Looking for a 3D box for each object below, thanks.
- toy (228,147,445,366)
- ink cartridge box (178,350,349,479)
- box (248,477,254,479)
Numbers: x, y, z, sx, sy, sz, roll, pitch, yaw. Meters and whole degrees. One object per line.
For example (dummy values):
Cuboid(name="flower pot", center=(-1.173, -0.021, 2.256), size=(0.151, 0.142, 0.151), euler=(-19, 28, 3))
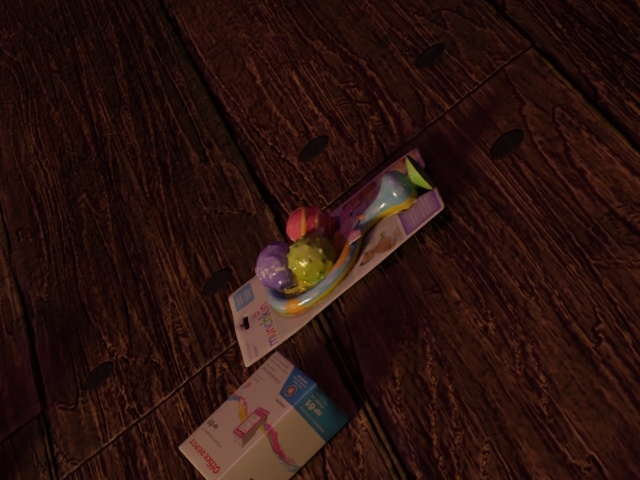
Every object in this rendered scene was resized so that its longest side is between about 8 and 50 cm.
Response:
Cuboid(name="toy", center=(0.000, 0.000, 1.740), size=(0.237, 0.056, 0.137), euler=(-36, 27, 9))
Cuboid(name="ink cartridge box", center=(-0.049, 0.163, 1.569), size=(0.122, 0.052, 0.088), euler=(-46, 28, -6))
Cuboid(name="box", center=(0.033, 0.263, 1.127), size=(0.044, 0.233, 0.159), euler=(-42, 27, 2))
